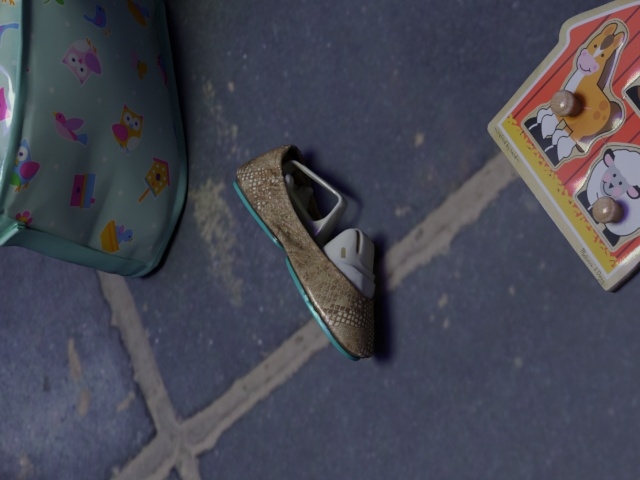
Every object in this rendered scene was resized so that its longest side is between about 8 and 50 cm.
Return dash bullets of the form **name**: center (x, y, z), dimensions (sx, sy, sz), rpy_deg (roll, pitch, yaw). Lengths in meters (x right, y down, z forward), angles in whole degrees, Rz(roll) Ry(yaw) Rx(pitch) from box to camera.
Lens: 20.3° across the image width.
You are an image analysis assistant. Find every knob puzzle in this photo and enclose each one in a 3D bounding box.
- **knob puzzle**: center (0.215, -0.090, 1.233), dimensions (0.213, 0.030, 0.213), rpy_deg (-12, 72, 41)

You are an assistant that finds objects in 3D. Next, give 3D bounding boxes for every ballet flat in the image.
- **ballet flat**: center (0.000, 0.000, 1.386), dimensions (0.067, 0.073, 0.206), rpy_deg (-41, 58, 11)

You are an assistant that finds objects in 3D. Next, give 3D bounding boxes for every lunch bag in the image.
- **lunch bag**: center (-0.230, -0.103, 1.509), dimensions (0.160, 0.223, 0.262), rpy_deg (-17, 69, 28)
